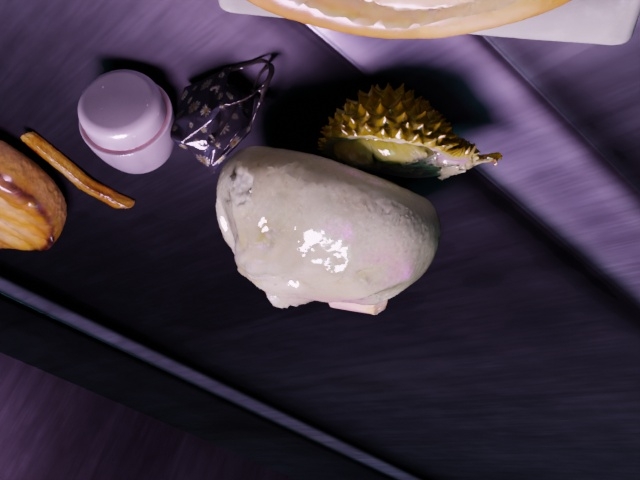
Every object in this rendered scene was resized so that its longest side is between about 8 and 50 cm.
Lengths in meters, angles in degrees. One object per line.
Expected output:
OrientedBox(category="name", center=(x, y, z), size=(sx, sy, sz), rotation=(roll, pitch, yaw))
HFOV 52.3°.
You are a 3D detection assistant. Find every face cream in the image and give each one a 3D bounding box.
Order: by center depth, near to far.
OrientedBox(category="face cream", center=(-0.242, -0.149, 0.829), size=(0.117, 0.117, 0.104), rotation=(11, 158, 8))

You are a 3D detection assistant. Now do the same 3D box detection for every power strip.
OrientedBox(category="power strip", center=(0.074, -0.234, 0.564), size=(0.384, 0.091, 0.062), rotation=(9, 147, 12))

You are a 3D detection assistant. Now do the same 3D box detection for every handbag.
OrientedBox(category="handbag", center=(-0.106, -0.165, 0.765), size=(0.139, 0.115, 0.072), rotation=(-33, 126, 31))

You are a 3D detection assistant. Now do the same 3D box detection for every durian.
OrientedBox(category="durian", center=(0.103, -0.118, 0.721), size=(0.208, 0.103, 0.146), rotation=(11, 177, 2))

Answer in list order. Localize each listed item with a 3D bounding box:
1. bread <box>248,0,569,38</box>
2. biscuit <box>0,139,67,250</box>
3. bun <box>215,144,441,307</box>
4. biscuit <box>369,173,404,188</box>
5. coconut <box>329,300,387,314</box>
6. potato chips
OrientedBox(category="bread", center=(0.065, -0.251, 0.387), size=(0.315, 0.270, 0.211), rotation=(3, 162, 10))
OrientedBox(category="biscuit", center=(-0.575, -0.090, 1.099), size=(0.296, 0.102, 0.296), rotation=(9, 148, 5))
OrientedBox(category="bun", center=(0.000, 0.000, 0.778), size=(0.283, 0.179, 0.283), rotation=(16, -178, -1))
OrientedBox(category="biscuit", center=(0.068, -0.051, 0.930), size=(0.140, 0.023, 0.118), rotation=(16, 149, -1))
OrientedBox(category="coconut", center=(0.050, 0.053, 1.021), size=(0.122, 0.116, 0.116), rotation=(8, 149, 5))
OrientedBox(category="potato chips", center=(-0.393, -0.109, 1.054), size=(0.037, 0.026, 0.204), rotation=(-18, 135, 39))
